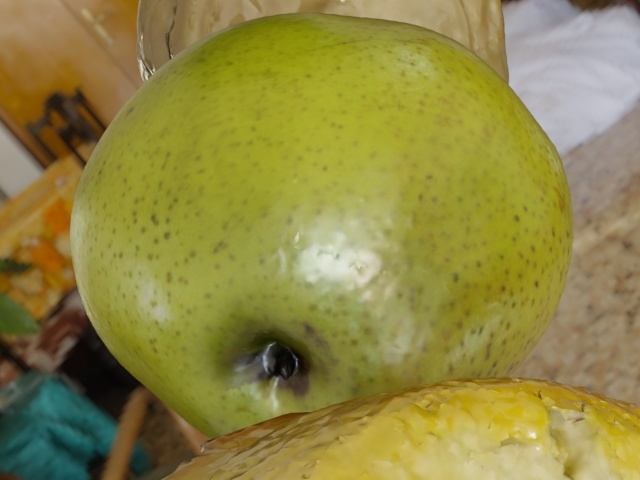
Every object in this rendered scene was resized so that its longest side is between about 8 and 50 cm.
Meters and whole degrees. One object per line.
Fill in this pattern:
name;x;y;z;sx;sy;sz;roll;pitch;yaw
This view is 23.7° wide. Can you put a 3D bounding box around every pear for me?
pear;0.000;0.000;0.887;0.294;0.294;0.294;-38;15;12

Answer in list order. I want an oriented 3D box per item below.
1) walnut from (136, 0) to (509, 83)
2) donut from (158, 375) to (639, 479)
walnut;0.001;-0.156;1.410;0.384;0.383;0.383;-38;15;12
donut;0.049;0.149;0.400;0.253;0.253;0.118;-51;2;-36
